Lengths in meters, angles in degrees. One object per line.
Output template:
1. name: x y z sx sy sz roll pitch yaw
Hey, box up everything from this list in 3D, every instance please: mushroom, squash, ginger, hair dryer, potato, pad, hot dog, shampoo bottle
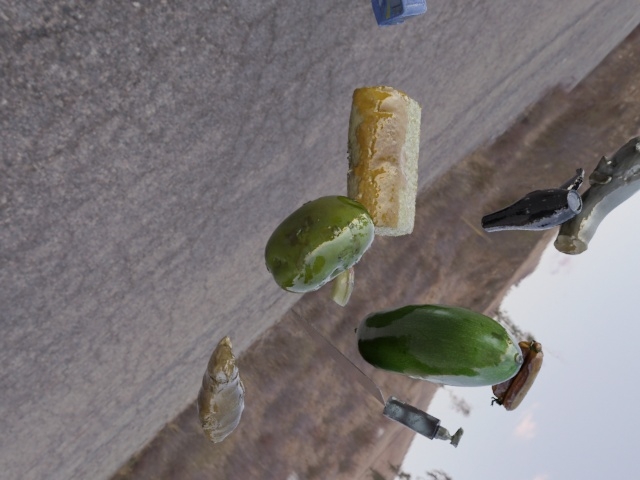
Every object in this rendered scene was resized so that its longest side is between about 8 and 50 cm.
1. mushroom: 0.544 -0.085 1.087 0.278 0.099 0.096 -48 -146 5
2. squash: 0.134 0.144 0.822 0.107 0.107 0.395 -43 -171 -18
3. ginger: -0.175 0.260 0.998 0.295 0.086 0.131 104 6 -58
4. hair dryer: 0.433 -0.084 1.089 0.219 0.075 0.195 -32 -172 -32
5. potato: 0.000 0.000 1.122 0.186 0.149 0.253 -26 -164 44
6. pad: 0.034 0.192 0.911 0.002 0.176 0.266 -47 159 -10
7. hot dog: 0.403 0.278 1.172 0.055 0.072 0.188 -6 131 -27
8. shampoo bottle: 0.268 0.475 1.502 0.057 0.207 0.064 -8 118 -66

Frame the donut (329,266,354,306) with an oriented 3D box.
1. donut: 0.055 0.108 1.752 0.166 0.065 0.108 -104 -152 -47

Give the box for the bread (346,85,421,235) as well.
1. bread: 0.161 -0.201 1.532 0.236 0.165 0.376 4 89 -59

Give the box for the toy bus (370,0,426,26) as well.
1. toy bus: 0.120 -0.501 0.995 0.094 0.237 0.079 2 -159 45
